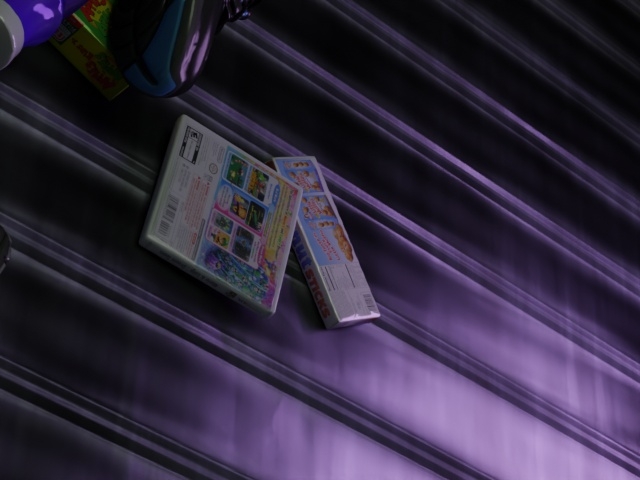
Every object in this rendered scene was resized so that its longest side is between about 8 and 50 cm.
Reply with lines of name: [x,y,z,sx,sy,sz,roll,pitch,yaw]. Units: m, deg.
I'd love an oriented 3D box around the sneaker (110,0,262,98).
sneaker: [-0.097,-0.248,1.632,0.139,0.125,0.341,38,42,-29]

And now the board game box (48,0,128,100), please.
board game box: [-0.184,-0.219,1.652,0.092,0.043,0.181,45,38,-14]

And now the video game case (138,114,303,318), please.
video game case: [-0.089,-0.023,1.618,0.143,0.019,0.157,32,46,-22]

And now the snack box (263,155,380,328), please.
snack box: [0.000,0.000,1.714,0.064,0.022,0.178,-6,68,-48]

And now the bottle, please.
bottle: [-0.241,-0.243,1.530,0.092,0.118,0.283,61,30,-26]

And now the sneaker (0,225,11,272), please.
sneaker: [-0.320,0.039,1.261,0.106,0.101,0.267,49,37,-6]
